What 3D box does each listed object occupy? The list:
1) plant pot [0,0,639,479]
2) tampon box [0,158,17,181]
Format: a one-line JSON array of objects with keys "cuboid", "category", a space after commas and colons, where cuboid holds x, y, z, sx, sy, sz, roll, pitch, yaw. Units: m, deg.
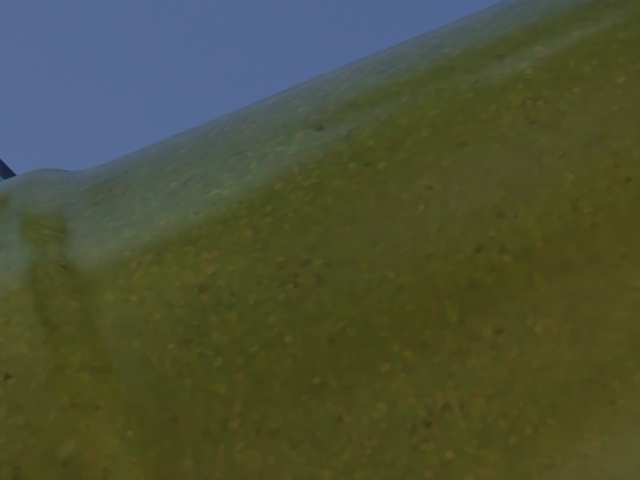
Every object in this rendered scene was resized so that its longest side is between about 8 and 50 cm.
[{"cuboid": [0.047, 0.048, 0.544, 0.254, 0.276, 0.276, -29, -98, 6], "category": "plant pot"}, {"cuboid": [-0.155, 0.068, 0.810, 0.101, 0.161, 0.120, -30, -66, 31], "category": "tampon box"}]
